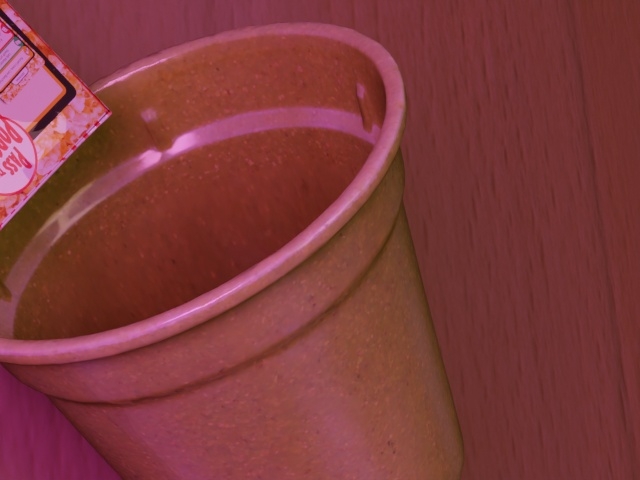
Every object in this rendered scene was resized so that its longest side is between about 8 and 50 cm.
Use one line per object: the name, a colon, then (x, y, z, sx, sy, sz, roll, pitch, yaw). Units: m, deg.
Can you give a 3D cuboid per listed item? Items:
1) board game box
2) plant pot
board game box: (-0.221, -0.086, 0.808, 0.193, 0.045, 0.147, 48, 52, -14)
plant pot: (-0.041, 0.057, 0.900, 0.254, 0.276, 0.276, 64, 32, -33)
